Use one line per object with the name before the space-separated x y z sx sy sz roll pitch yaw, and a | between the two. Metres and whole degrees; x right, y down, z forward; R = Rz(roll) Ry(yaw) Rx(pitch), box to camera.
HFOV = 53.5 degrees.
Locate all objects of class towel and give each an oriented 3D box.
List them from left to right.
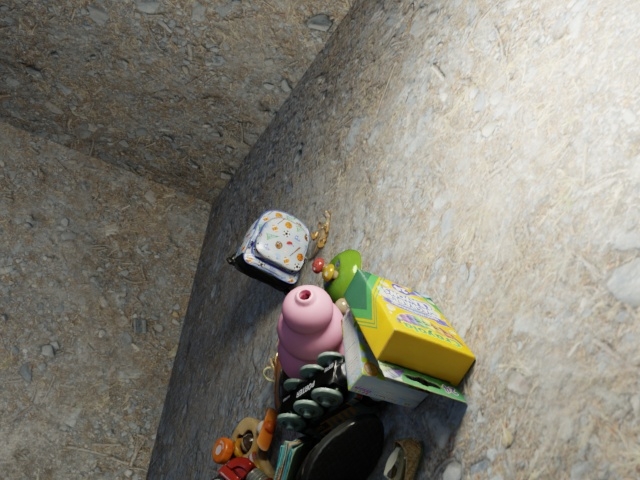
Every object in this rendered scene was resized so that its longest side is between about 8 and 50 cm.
towel | -0.088 0.624 1.589 0.370 0.040 0.271 60 -132 -75

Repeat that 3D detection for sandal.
sandal | -0.002 0.571 1.492 0.446 0.167 0.107 -63 32 15

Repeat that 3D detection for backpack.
backpack | -0.165 0.020 2.347 0.213 0.276 0.263 -35 31 48

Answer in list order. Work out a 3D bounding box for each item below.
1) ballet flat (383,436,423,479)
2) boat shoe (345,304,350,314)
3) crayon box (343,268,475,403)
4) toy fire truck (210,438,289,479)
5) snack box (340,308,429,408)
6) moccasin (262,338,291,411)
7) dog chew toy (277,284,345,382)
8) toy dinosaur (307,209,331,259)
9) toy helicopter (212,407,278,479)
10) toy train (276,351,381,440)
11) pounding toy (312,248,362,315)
ballet flat | 0.155 0.510 1.318 0.073 0.067 0.206 -20 52 62
boat shoe | 0.121 0.222 1.674 0.258 0.095 0.084 -138 67 -79
crayon box | 0.189 0.193 1.354 0.083 0.203 0.323 -62 22 16
toy fire truck | -0.171 0.672 1.793 0.217 0.158 0.246 28 64 36
snack box | 0.142 0.262 1.443 0.070 0.174 0.207 -56 23 32
moccasin | -0.089 0.377 1.952 0.147 0.139 0.380 -54 25 36
dog chew toy | -0.023 0.243 1.673 0.332 0.206 0.206 81 -171 -48
toy dinosaur | 0.000 0.000 2.243 0.211 0.064 0.112 -67 -11 16
toy helicopter | -0.185 0.672 1.973 0.235 0.140 0.355 -58 32 2
toy train | 0.026 0.394 1.578 0.334 0.190 0.142 -45 26 44
pounding toy | 0.032 0.123 1.943 0.183 0.110 0.237 -36 38 56
